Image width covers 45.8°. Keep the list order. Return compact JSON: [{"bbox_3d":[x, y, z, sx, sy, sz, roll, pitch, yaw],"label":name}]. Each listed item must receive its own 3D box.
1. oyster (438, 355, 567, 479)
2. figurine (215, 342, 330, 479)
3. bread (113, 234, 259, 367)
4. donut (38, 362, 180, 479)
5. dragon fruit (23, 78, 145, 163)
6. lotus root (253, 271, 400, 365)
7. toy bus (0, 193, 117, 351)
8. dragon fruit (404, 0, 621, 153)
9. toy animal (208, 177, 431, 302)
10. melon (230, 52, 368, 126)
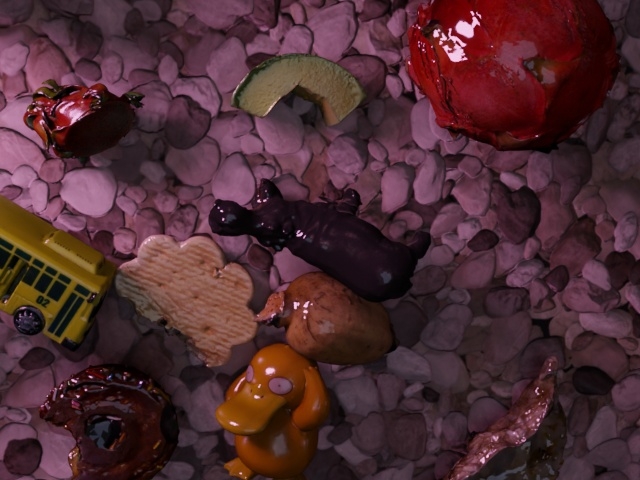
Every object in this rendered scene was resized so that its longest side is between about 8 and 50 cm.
[{"bbox_3d":[0.354,0.407,1.427,0.396,0.111,0.204,-48,123,4],"label":"oyster"},{"bbox_3d":[-0.077,0.302,1.296,0.215,0.215,0.228,-16,123,-4],"label":"figurine"},{"bbox_3d":[-0.210,0.090,1.278,0.251,0.039,0.182,42,93,-15],"label":"bread"},{"bbox_3d":[-0.351,0.306,1.283,0.216,0.096,0.230,-28,106,-3],"label":"donut"},{"bbox_3d":[-0.368,-0.188,1.143,0.175,0.142,0.138,24,136,6],"label":"dragon fruit"},{"bbox_3d":[0.024,0.129,1.271,0.257,0.154,0.140,19,125,-30],"label":"lotus root"},{"bbox_3d":[-0.451,0.042,1.172,0.262,0.128,0.150,33,104,-12],"label":"toy bus"},{"bbox_3d":[0.285,-0.283,1.140,0.301,0.295,0.295,35,97,0],"label":"dragon fruit"},{"bbox_3d":[0.000,-0.012,1.222,0.343,0.168,0.106,21,134,3],"label":"toy animal"},{"bbox_3d":[-0.032,-0.240,1.212,0.209,0.064,0.118,14,101,-14],"label":"melon"}]
